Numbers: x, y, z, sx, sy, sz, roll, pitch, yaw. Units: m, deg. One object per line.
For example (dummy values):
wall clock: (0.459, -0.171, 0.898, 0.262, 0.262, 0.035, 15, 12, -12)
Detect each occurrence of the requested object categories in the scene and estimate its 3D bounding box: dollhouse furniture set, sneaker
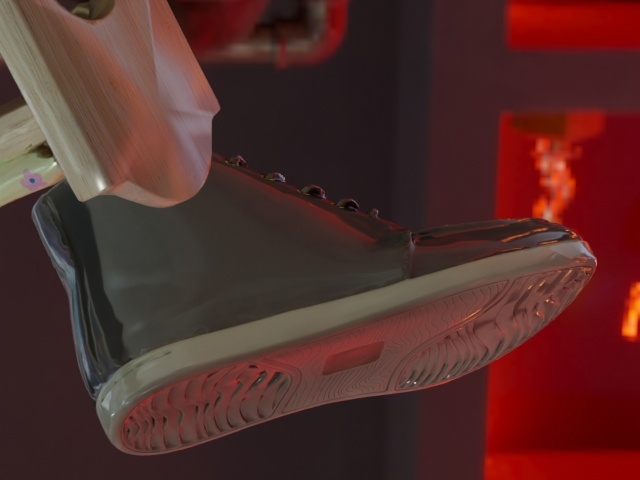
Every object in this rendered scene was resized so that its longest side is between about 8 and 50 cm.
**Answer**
dollhouse furniture set: (-0.107, -0.040, 0.439, 0.182, 0.101, 0.161, -22, -169, 26)
sneaker: (0.000, 0.000, 0.727, 0.222, 0.083, 0.118, -12, -121, -24)
